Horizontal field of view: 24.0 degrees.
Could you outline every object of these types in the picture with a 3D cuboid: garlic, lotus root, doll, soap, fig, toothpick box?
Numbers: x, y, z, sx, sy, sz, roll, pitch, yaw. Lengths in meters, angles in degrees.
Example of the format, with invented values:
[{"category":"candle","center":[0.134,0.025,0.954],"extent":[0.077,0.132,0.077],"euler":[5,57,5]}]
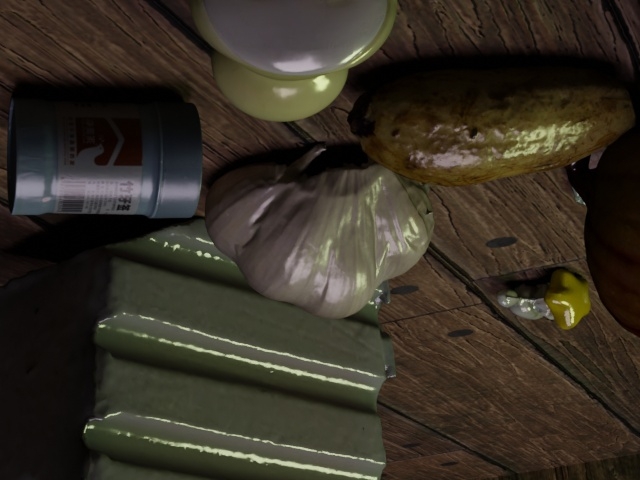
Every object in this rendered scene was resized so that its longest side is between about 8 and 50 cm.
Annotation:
[{"category":"garlic","center":[0.000,0.000,1.471],"extent":[0.229,0.142,0.178],"euler":[7,160,-11]},{"category":"lotus root","center":[0.151,-0.100,1.296],"extent":[0.259,0.097,0.110],"euler":[-6,158,-10]},{"category":"doll","center":[-0.025,-0.157,1.073],"extent":[0.141,0.117,0.296],"euler":[-1,174,-7]},{"category":"soap","center":[-0.136,0.168,1.638],"extent":[0.435,0.350,0.213],"euler":[15,160,-43]},{"category":"fig","center":[0.342,-0.019,1.390],"extent":[0.214,0.235,0.235],"euler":[-8,164,42]},{"category":"toothpick box","center":[-0.183,-0.069,1.267],"extent":[0.153,0.101,0.101],"euler":[0,160,-17]},{"category":"doll","center":[0.285,0.082,1.907],"extent":[0.113,0.071,0.135],"euler":[-2,167,13]}]

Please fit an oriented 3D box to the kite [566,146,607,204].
[{"category":"kite","center":[0.428,-0.089,1.523],"extent":[0.360,0.022,0.204],"euler":[-14,156,24]}]
